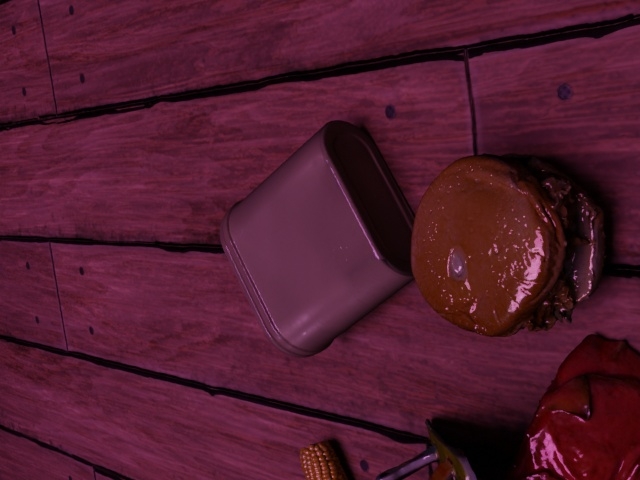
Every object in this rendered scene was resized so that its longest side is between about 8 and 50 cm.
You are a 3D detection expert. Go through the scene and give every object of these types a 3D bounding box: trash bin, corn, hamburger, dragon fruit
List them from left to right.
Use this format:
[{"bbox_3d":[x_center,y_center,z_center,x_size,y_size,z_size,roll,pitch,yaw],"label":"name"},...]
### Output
[{"bbox_3d":[0.000,0.000,1.186,0.247,0.121,0.243,-41,71,42],"label":"trash bin"},{"bbox_3d":[0.023,0.394,1.305,0.067,0.067,0.206,-28,80,48],"label":"corn"},{"bbox_3d":[0.196,0.000,0.968,0.215,0.122,0.189,15,105,49],"label":"hamburger"},{"bbox_3d":[0.294,0.284,0.917,0.205,0.152,0.317,24,118,40],"label":"dragon fruit"}]

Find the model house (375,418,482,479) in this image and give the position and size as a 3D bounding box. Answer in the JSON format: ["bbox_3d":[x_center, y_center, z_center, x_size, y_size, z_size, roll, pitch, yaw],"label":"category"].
[{"bbox_3d":[0.042,0.369,1.017,0.358,0.312,0.243,89,166,-88],"label":"model house"}]
